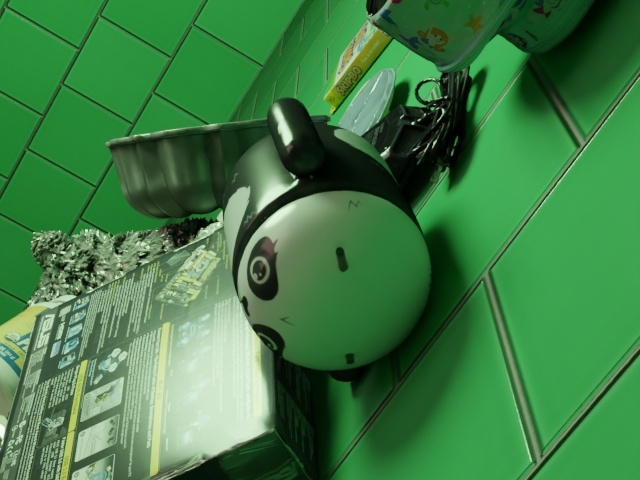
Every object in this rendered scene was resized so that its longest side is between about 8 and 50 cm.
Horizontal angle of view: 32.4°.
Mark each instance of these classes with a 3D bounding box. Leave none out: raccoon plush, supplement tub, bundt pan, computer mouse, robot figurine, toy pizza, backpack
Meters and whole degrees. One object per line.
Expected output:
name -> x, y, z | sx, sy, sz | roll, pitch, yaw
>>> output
raccoon plush -> -0.286, 0.023, 1.629 | 0.446, 0.299, 0.216 | 116, 159, -59
supplement tub -> -0.405, 0.175, 1.558 | 0.200, 0.144, 0.144 | -39, -8, -49
bundt pan -> -0.141, -0.103, 1.613 | 0.331, 0.331, 0.124 | -175, 78, -77
computer mouse -> 0.068, -0.070, 1.191 | 0.272, 0.072, 0.188 | -35, 23, 36
robot figurine -> -0.003, -0.001, 0.995 | 0.173, 0.209, 0.278 | -49, 25, 15
toy pizza -> 0.052, -0.139, 1.481 | 0.201, 0.032, 0.201 | -55, 14, 22
backpack -> 0.156, -0.266, 0.975 | 0.253, 0.191, 0.225 | -51, 11, 6

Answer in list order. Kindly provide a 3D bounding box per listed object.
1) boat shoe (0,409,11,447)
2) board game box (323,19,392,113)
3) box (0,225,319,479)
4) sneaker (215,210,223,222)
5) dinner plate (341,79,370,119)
boat shoe -> -0.302, 0.330, 1.354 | 0.097, 0.324, 0.116 | -19, -38, -34
board game box -> 0.081, -0.324, 1.793 | 0.259, 0.039, 0.124 | -52, 14, 45
box -> -0.168, 0.152, 1.117 | 0.318, 0.097, 0.395 | -27, 29, 11
sneaker -> -0.135, -0.003, 1.799 | 0.217, 0.079, 0.121 | -45, 18, 46
dinner plate -> 0.057, -0.194, 1.626 | 0.141, 0.017, 0.141 | -55, 12, 18
